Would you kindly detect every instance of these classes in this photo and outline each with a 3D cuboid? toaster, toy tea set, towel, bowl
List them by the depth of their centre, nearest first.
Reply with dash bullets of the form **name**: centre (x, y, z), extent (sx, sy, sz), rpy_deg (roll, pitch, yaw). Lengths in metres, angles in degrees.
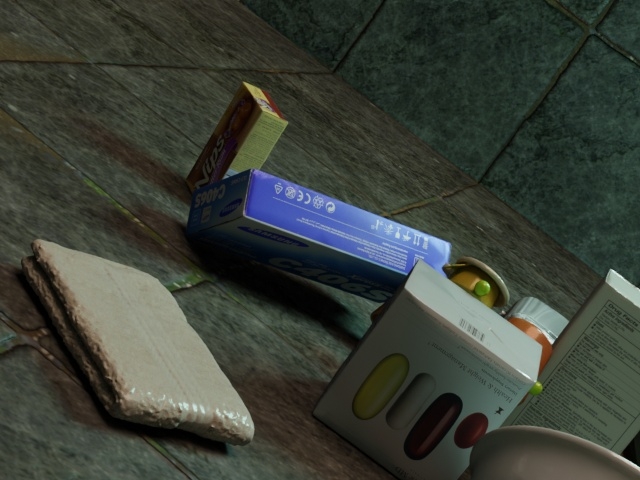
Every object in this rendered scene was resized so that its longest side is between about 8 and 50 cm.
- **towel**: centre (-0.200, 0.110, 1.526), extent (0.187, 0.049, 0.282), rpy_deg (20, 23, -43)
- **bowl**: centre (0.265, 0.346, 1.540), extent (0.298, 0.298, 0.134), rpy_deg (36, 59, 3)
- **toy tea set**: centre (0.171, 0.146, 1.945), extent (0.200, 0.124, 0.336), rpy_deg (47, -22, -7)
- **toaster**: centre (0.372, 0.200, 2.370), extent (0.227, 0.129, 0.146), rpy_deg (43, 19, 12)

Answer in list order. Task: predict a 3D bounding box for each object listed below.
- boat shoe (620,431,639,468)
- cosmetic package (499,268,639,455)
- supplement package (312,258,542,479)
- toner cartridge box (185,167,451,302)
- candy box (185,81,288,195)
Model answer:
- **boat shoe**: centre (0.521, 0.267, 2.327), extent (0.116, 0.123, 0.324), rpy_deg (13, 53, -34)
- **cosmetic package**: centre (0.362, 0.212, 1.942), extent (0.160, 0.309, 0.113), rpy_deg (38, 15, 6)
- **supplement package**: centre (0.133, 0.171, 1.757), extent (0.194, 0.203, 0.149), rpy_deg (36, 18, 2)
- **toner cartridge box**: centre (0.000, 0.000, 2.027), extent (0.348, 0.075, 0.165), rpy_deg (20, -21, -30)
- **candy box**: centre (-0.129, -0.134, 2.159), extent (0.053, 0.187, 0.109), rpy_deg (23, 20, -31)
